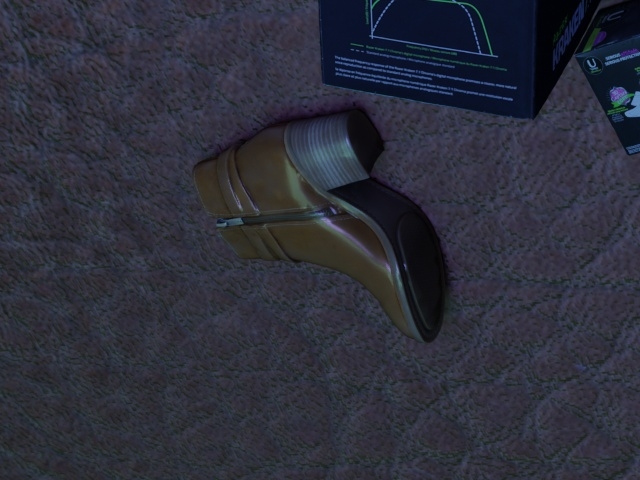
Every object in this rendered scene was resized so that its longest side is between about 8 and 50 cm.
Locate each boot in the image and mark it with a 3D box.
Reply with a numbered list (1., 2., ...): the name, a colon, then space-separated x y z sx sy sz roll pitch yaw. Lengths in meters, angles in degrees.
1. boot: 0.000 0.000 1.412 0.152 0.073 0.197 -16 106 32

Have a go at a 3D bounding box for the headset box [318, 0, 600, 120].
1. headset box: 0.095 -0.256 1.045 0.131 0.246 0.283 11 128 18

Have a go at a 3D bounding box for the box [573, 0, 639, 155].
1. box: 0.214 -0.110 1.227 0.052 0.062 0.083 -14 119 35
